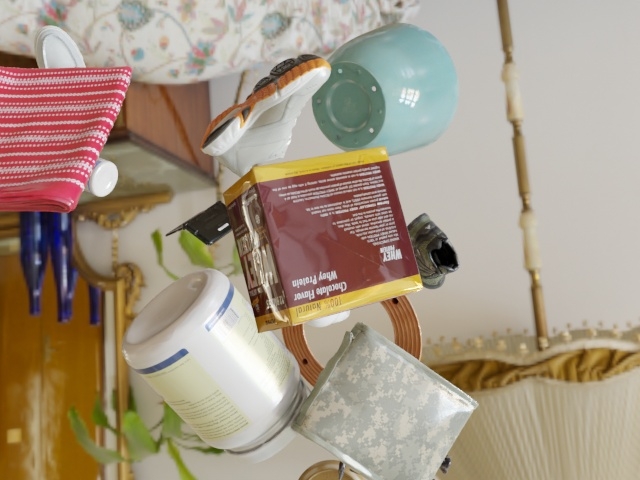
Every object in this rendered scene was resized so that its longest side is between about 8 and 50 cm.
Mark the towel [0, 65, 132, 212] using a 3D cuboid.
[{"bbox_3d":[-0.360,-0.135,0.895,0.199,0.275,0.031,1,137,5],"label":"towel"}]

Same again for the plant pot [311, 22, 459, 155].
[{"bbox_3d":[0.120,-0.311,1.570,0.293,0.293,0.235,-11,-168,38],"label":"plant pot"}]

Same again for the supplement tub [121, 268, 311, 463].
[{"bbox_3d":[-0.186,0.240,1.364,0.235,0.325,0.235,-31,-158,14],"label":"supplement tub"}]

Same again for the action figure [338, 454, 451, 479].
[{"bbox_3d":[0.135,0.484,1.577,0.276,0.164,0.141,17,142,12],"label":"action figure"}]

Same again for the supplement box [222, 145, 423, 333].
[{"bbox_3d":[0.000,0.000,0.939,0.191,0.194,0.129,-13,175,-26],"label":"supplement box"}]

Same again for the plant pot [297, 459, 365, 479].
[{"bbox_3d":[0.032,0.777,2.153,0.236,0.236,0.032,-6,167,6],"label":"plant pot"}]

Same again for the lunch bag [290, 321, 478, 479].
[{"bbox_3d":[0.105,0.316,1.355,0.287,0.235,0.169,38,168,-19],"label":"lunch bag"}]

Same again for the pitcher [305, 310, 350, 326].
[{"bbox_3d":[-0.020,0.196,2.057,0.178,0.125,0.207,-23,164,9],"label":"pitcher"}]

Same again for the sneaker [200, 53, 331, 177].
[{"bbox_3d":[-0.076,-0.209,1.240,0.262,0.099,0.121,-34,123,20],"label":"sneaker"}]

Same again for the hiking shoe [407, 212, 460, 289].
[{"bbox_3d":[0.242,0.049,1.537,0.086,0.114,0.227,-36,140,-10],"label":"hiking shoe"}]

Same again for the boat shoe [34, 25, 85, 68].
[{"bbox_3d":[-0.449,-0.274,1.308,0.079,0.227,0.081,-22,-155,-19],"label":"boat shoe"}]

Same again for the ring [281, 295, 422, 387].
[{"bbox_3d":[0.063,0.195,1.557,0.336,0.336,0.032,-10,-172,30],"label":"ring"}]

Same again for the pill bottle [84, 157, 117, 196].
[{"bbox_3d":[-0.506,-0.149,1.529,0.137,0.078,0.078,21,-179,21],"label":"pill bottle"}]

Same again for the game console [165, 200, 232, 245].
[{"bbox_3d":[-0.242,-0.027,1.513,0.122,0.107,0.071,-41,163,-47],"label":"game console"}]
